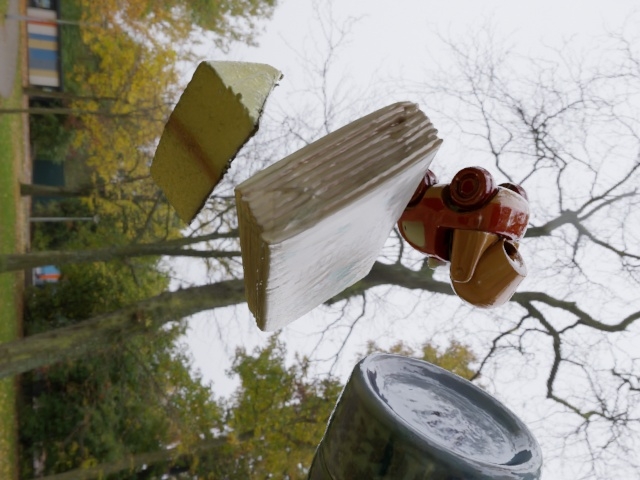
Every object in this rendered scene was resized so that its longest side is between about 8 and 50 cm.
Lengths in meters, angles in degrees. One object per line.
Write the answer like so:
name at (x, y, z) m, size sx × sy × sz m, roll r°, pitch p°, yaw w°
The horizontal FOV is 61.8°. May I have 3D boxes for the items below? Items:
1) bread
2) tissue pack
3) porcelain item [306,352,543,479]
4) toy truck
bread at (-0.130, -0.152, 0.818) m, size 0.135 × 0.178 × 0.240 m, roll 52°, pitch -52°, yaw 11°
tissue pack at (0.000, 0.000, 0.547) m, size 0.071 × 0.170 × 0.325 m, roll 57°, pitch -16°, yaw 15°
porcelain item at (0.071, 0.166, 0.388) m, size 0.147 × 0.147 × 0.114 m, roll 38°, pitch -71°, yaw 57°
toy truck at (0.254, -0.005, 0.980) m, size 0.264 × 0.189 × 0.239 m, roll 9°, pitch -92°, yaw 46°
